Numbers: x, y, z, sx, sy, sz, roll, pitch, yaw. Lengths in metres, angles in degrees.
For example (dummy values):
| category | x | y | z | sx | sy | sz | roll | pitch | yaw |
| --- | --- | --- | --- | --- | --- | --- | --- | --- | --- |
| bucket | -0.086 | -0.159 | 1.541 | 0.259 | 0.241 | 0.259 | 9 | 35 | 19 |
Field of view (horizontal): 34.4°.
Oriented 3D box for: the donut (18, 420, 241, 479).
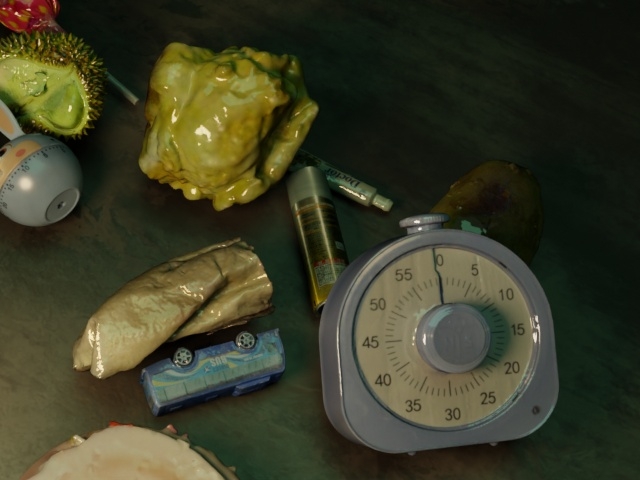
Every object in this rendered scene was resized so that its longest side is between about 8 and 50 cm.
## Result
| category | x | y | z | sx | sy | sz | roll | pitch | yaw |
| --- | --- | --- | --- | --- | --- | --- | --- | --- | --- |
| donut | -0.273 | 0.442 | 1.444 | 0.383 | 0.142 | 0.382 | 6 | 54 | -9 |

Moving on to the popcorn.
| category | x | y | z | sx | sy | sz | roll | pitch | yaw |
| --- | --- | --- | --- | --- | --- | --- | --- | --- | --- |
| popcorn | -0.164 | -0.217 | 1.851 | 0.312 | 0.312 | 0.312 | 6 | 55 | -8 |

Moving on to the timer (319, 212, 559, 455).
| category | x | y | z | sx | sy | sz | roll | pitch | yaw |
| --- | --- | --- | --- | --- | --- | --- | --- | --- | --- |
| timer | 0.186 | 0.143 | 1.647 | 0.395 | 0.173 | 0.395 | 1 | 85 | -13 |

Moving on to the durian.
| category | x | y | z | sx | sy | sz | roll | pitch | yaw |
| --- | --- | --- | --- | --- | --- | --- | --- | --- | --- |
| durian | -0.497 | -0.279 | 1.860 | 0.237 | 0.200 | 0.176 | 7 | 17 | 1 |

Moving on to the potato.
| category | x | y | z | sx | sy | sz | roll | pitch | yaw |
| --- | --- | --- | --- | --- | --- | --- | --- | --- | --- |
| potato | 0.301 | -0.023 | 1.874 | 0.210 | 0.173 | 0.307 | 29 | 58 | 11 |

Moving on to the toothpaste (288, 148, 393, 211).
| category | x | y | z | sx | sy | sz | roll | pitch | yaw |
| --- | --- | --- | --- | --- | --- | --- | --- | --- | --- |
| toothpaste | 0.022 | -0.117 | 1.965 | 0.255 | 0.037 | 0.067 | 27 | 54 | 11 |

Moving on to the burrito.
| category | x | y | z | sx | sy | sz | roll | pitch | yaw |
| --- | --- | --- | --- | --- | --- | --- | --- | --- | --- |
| burrito | -0.243 | 0.106 | 1.645 | 0.332 | 0.135 | 0.190 | -22 | 18 | -24 |

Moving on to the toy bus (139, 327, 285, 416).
| category | x | y | z | sx | sy | sz | roll | pitch | yaw |
| --- | --- | --- | --- | --- | --- | --- | --- | --- | --- |
| toy bus | -0.170 | 0.213 | 1.672 | 0.236 | 0.079 | 0.094 | -13 | 76 | -20 |

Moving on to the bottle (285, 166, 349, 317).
| category | x | y | z | sx | sy | sz | roll | pitch | yaw |
| --- | --- | --- | --- | --- | --- | --- | --- | --- | --- |
| bottle | 0.000 | 0.000 | 1.847 | 0.082 | 0.082 | 0.286 | -4 | 57 | -15 |

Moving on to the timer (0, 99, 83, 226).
| category | x | y | z | sx | sy | sz | roll | pitch | yaw |
| --- | --- | --- | --- | --- | --- | --- | --- | --- | --- |
| timer | -0.527 | -0.130 | 1.761 | 0.255 | 0.175 | 0.175 | 34 | 54 | -6 |

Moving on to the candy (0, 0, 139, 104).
| category | x | y | z | sx | sy | sz | roll | pitch | yaw |
| --- | --- | --- | --- | --- | --- | --- | --- | --- | --- |
| candy | -0.485 | -0.384 | 2.004 | 0.365 | 0.124 | 0.124 | 41 | 57 | 8 |
